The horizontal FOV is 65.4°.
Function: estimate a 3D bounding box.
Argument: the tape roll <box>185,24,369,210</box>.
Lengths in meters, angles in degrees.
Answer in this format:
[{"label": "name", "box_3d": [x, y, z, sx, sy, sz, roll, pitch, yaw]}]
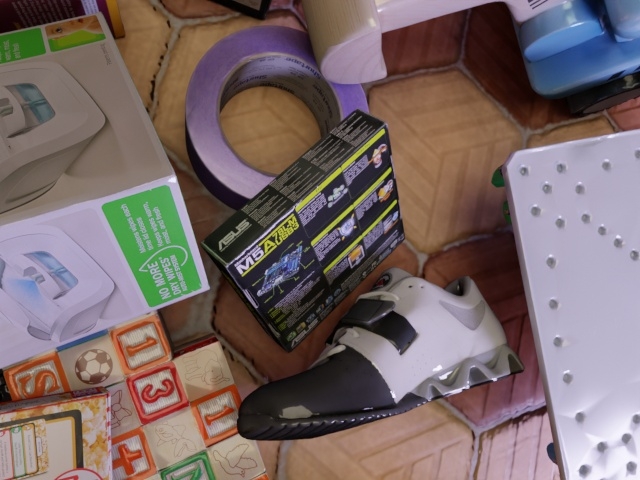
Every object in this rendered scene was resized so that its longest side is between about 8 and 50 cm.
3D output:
[{"label": "tape roll", "box_3d": [-0.048, -0.122, 0.534, 0.189, 0.080, 0.188, 2, 84, -15]}]

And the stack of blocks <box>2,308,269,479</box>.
[{"label": "stack of blocks", "box_3d": [-0.171, 0.142, 0.466, 0.171, 0.087, 0.297, -20, 89, -16]}]

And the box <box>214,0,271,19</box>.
[{"label": "box", "box_3d": [-0.122, -0.353, 0.542, 0.180, 0.077, 0.147, 17, 79, -12]}]

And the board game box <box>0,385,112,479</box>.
[{"label": "board game box", "box_3d": [-0.247, 0.193, 0.343, 0.194, 0.045, 0.146, -1, 83, -31]}]

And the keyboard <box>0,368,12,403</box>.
[{"label": "keyboard", "box_3d": [-0.359, 0.161, 0.448, 0.180, 0.023, 0.108, -25, 91, -15]}]

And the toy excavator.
[{"label": "toy excavator", "box_3d": [0.255, -0.265, 0.506, 0.445, 0.433, 0.222, -9, 85, -57]}]

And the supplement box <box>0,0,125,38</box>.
[{"label": "supplement box", "box_3d": [-0.295, -0.232, 0.468, 0.188, 0.104, 0.080, -20, 88, -16]}]

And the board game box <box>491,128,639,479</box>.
[{"label": "board game box", "box_3d": [0.398, 0.068, 0.554, 0.390, 0.050, 0.389, -11, 91, -12]}]

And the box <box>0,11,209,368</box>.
[{"label": "box", "box_3d": [-0.242, -0.045, 0.387, 0.231, 0.126, 0.262, -20, 50, -16]}]

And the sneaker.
[{"label": "sneaker", "box_3d": [0.057, 0.106, 0.509, 0.331, 0.122, 0.146, -5, 69, -36]}]

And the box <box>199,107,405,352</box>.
[{"label": "box", "box_3d": [0.000, 0.000, 0.488, 0.191, 0.184, 0.045, -43, 54, -15]}]
